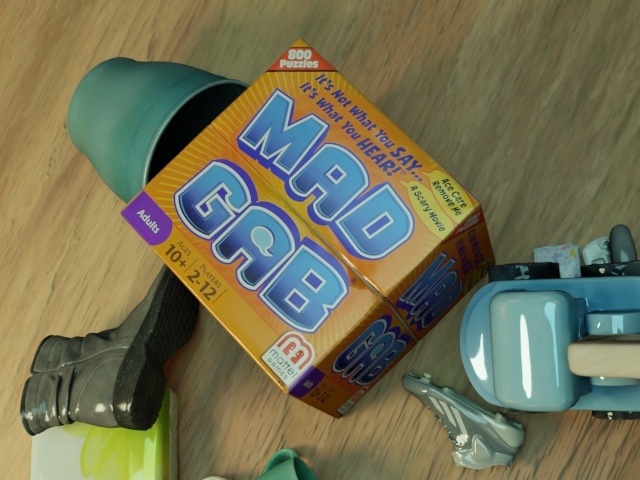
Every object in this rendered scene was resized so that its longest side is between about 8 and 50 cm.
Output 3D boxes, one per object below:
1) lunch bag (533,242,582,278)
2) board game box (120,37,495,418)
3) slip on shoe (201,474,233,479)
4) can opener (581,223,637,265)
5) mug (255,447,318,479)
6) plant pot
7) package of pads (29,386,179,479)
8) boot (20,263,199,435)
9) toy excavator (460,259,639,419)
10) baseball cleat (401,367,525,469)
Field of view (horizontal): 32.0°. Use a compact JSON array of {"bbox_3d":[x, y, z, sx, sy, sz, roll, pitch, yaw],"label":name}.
[{"bbox_3d":[0.367,0.049,1.717,0.071,0.053,0.083,-8,84,13],"label":"lunch bag"},{"bbox_3d":[0.000,0.000,1.649,0.356,0.356,0.356,-44,72,-1],"label":"board game box"},{"bbox_3d":[-0.173,0.523,1.690,0.123,0.101,0.331,5,76,15],"label":"slip on shoe"},{"bbox_3d":[0.461,0.119,1.663,0.074,0.093,0.280,-16,78,8],"label":"can opener"},{"bbox_3d":[-0.048,0.402,1.689,0.097,0.158,0.129,-31,96,6],"label":"mug"},{"bbox_3d":[-0.266,-0.173,1.816,0.255,0.272,0.271,28,83,32],"label":"plant pot"},{"bbox_3d":[-0.345,0.381,1.762,0.229,0.101,0.296,-5,72,11],"label":"package of pads"},{"bbox_3d":[-0.336,0.154,1.762,0.223,0.118,0.338,-3,40,21],"label":"boot"},{"bbox_3d":[0.349,0.143,1.432,0.433,0.445,0.222,-3,91,30],"label":"toy excavator"},{"bbox_3d":[0.201,0.279,1.685,0.206,0.072,0.109,25,89,21],"label":"baseball cleat"}]
